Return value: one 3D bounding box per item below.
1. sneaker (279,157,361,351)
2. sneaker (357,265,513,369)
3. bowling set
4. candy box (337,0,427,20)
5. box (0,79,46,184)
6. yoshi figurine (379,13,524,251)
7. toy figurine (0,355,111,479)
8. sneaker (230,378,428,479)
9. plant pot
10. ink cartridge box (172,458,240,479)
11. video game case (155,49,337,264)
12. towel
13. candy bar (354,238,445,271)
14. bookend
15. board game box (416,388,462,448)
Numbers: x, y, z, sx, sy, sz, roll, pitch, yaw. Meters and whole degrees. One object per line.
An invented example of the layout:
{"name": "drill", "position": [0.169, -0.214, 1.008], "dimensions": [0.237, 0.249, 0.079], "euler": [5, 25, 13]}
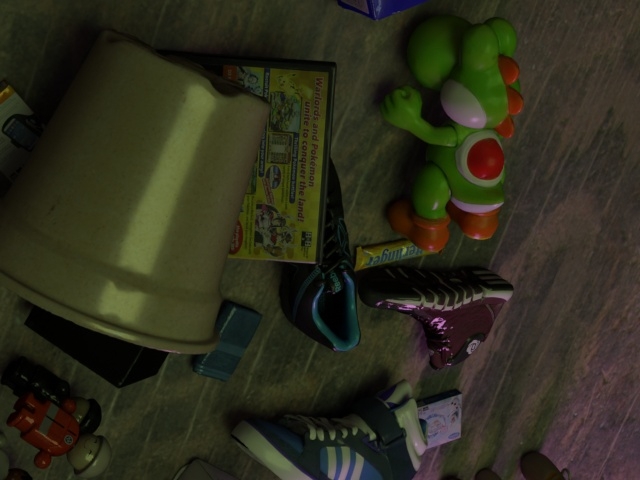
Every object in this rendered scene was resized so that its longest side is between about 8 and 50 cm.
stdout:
{"name": "sneaker", "position": [0.000, 0.000, 1.840], "dimensions": [0.125, 0.139, 0.341], "euler": [-22, 121, -17]}
{"name": "sneaker", "position": [0.170, 0.132, 2.025], "dimensions": [0.281, 0.106, 0.162], "euler": [1, 115, -31]}
{"name": "bowling set", "position": [0.301, 0.496, 2.241], "dimensions": [0.200, 0.154, 0.287], "euler": [19, 102, -35]}
{"name": "candy box", "position": [0.159, -0.471, 1.714], "dimensions": [0.317, 0.122, 0.268], "euler": [-22, 121, -18]}
{"name": "box", "position": [-0.382, -0.125, 1.632], "dimensions": [0.081, 0.028, 0.136], "euler": [-41, 129, -6]}
{"name": "yoshi figurine", "position": [0.189, -0.176, 1.877], "dimensions": [0.203, 0.203, 0.362], "euler": [14, 128, 7]}
{"name": "toy figurine", "position": [-0.386, 0.283, 1.711], "dimensions": [0.148, 0.213, 0.209], "euler": [39, 90, -23]}
{"name": "sneaker", "position": [0.034, 0.290, 2.021], "dimensions": [0.323, 0.130, 0.236], "euler": [40, 81, -32]}
{"name": "plant pot", "position": [-0.216, -0.073, 1.563], "dimensions": [0.334, 0.334, 0.305], "euler": [20, 99, -35]}
{"name": "ink cartridge box", "position": [-0.134, 0.549, 1.873], "dimensions": [0.166, 0.395, 0.285], "euler": [36, 93, -39]}
{"name": "video game case", "position": [-0.112, -0.107, 1.715], "dimensions": [0.248, 0.035, 0.275], "euler": [4, 110, 0]}
{"name": "towel", "position": [-0.138, 0.147, 1.901], "dimensions": [0.067, 0.029, 0.119], "euler": [23, 101, -36]}
{"name": "candy bar", "position": [0.122, 0.016, 1.993], "dimensions": [0.161, 0.018, 0.040], "euler": [-10, 118, -25]}
{"name": "bookend", "position": [-0.291, 0.121, 1.762], "dimensions": [0.072, 0.156, 0.157], "euler": [-59, 170, 6]}
{"name": "board game box", "position": [0.193, 0.301, 2.169], "dimensions": [0.090, 0.020, 0.090], "euler": [-14, 119, -24]}
